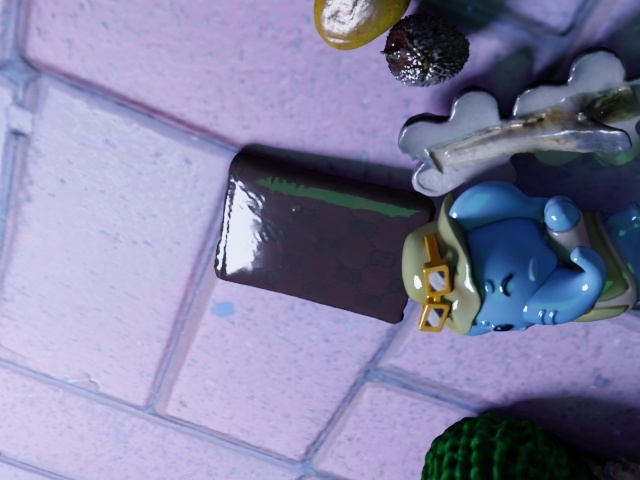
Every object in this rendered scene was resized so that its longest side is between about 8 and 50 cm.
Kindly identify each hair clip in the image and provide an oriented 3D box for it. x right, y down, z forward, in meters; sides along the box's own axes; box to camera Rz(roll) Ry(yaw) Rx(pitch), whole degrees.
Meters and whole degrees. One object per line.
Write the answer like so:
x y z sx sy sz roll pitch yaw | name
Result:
0.200 -0.101 0.826 0.257 0.075 0.146 -9 144 28 | hair clip

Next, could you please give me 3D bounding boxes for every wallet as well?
0.000 0.000 0.965 0.229 0.049 0.182 13 128 2 | wallet

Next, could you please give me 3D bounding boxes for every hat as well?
0.219 0.406 1.075 0.242 0.332 0.274 -23 121 39 | hat

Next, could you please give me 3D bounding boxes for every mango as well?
0.036 -0.214 0.769 0.079 0.057 0.114 23 139 -14 | mango

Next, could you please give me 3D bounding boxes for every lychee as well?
0.093 -0.172 0.783 0.083 0.067 0.068 3 177 -14 | lychee

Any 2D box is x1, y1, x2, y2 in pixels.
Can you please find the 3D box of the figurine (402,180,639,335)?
0.211 0.015 0.863 0.262 0.153 0.180 -14 158 9 | figurine

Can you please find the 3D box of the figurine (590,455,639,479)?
0.392 0.315 1.164 0.050 0.047 0.083 40 135 -3 | figurine
